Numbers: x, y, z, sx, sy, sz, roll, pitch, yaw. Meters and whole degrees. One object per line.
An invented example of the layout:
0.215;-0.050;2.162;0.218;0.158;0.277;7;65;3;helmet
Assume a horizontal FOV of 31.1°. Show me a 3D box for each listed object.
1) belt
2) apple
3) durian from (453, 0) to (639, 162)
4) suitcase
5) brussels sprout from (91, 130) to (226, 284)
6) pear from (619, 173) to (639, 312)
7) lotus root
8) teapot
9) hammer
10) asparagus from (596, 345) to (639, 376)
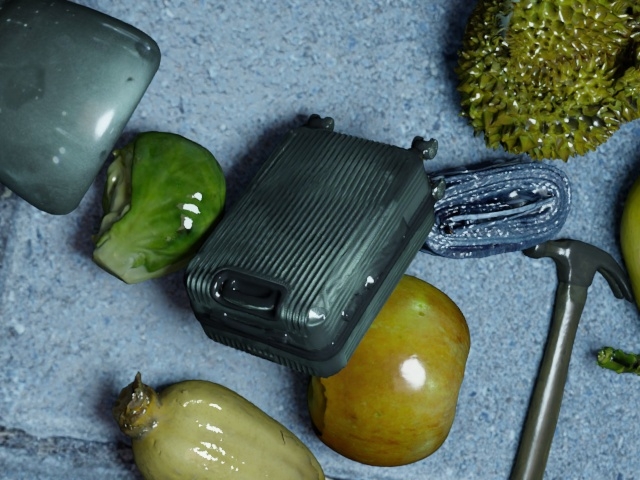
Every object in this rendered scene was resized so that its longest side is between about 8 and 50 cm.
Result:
0.214;-0.039;1.464;0.218;0.128;0.122;-11;98;-16;belt
0.070;0.151;1.397;0.208;0.237;0.236;12;92;7;apple
0.302;-0.222;1.430;0.293;0.258;0.258;-26;103;-18;durian
0.000;0.000;1.314;0.312;0.202;0.128;-55;147;-32;suitcase
-0.182;-0.034;1.335;0.146;0.131;0.183;14;87;-13;brussels sprout
0.523;-0.007;1.518;0.285;0.284;0.336;22;126;-19;pear
-0.118;0.259;1.386;0.303;0.131;0.146;33;62;-19;lotus root
-0.358;-0.164;1.261;0.285;0.305;0.223;31;49;-12;teapot
0.304;0.215;1.567;0.168;0.044;0.439;14;91;-17;hammer
0.430;0.168;1.583;0.165;0.030;0.036;11;87;-45;asparagus
